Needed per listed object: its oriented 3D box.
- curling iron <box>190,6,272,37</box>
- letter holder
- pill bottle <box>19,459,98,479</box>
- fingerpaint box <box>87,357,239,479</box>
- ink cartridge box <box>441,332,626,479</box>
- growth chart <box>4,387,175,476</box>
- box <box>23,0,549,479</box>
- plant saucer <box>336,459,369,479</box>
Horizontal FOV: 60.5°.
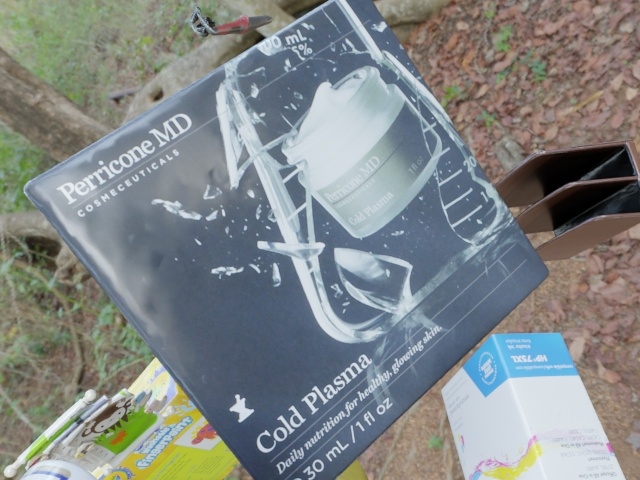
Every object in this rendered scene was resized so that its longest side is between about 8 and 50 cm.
[{"bbox_3d":[-0.174,-0.461,1.150,0.035,0.068,0.274,-43,-3,37],"label":"curling iron"},{"bbox_3d":[0.471,-0.062,1.122,0.302,0.215,0.151,111,152,-71],"label":"letter holder"},{"bbox_3d":[-0.311,0.333,0.561,0.112,0.112,0.186,-51,5,25],"label":"pill bottle"},{"bbox_3d":[-0.367,0.510,1.494,0.444,0.371,0.163,-48,42,20],"label":"fingerpaint box"},{"bbox_3d":[0.196,0.216,0.499,0.134,0.078,0.230,108,159,-49],"label":"ink cartridge box"},{"bbox_3d":[-0.327,0.289,0.830,0.021,0.237,0.172,39,82,28],"label":"growth chart"},{"bbox_3d":[-0.034,0.006,0.780,0.480,0.471,0.297,-38,7,-17],"label":"box"},{"bbox_3d":[-0.023,0.556,0.883,0.333,0.081,0.333,-35,38,-2],"label":"plant saucer"}]
